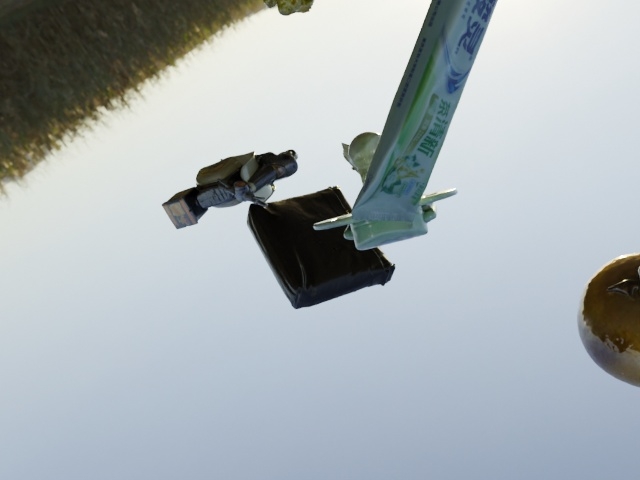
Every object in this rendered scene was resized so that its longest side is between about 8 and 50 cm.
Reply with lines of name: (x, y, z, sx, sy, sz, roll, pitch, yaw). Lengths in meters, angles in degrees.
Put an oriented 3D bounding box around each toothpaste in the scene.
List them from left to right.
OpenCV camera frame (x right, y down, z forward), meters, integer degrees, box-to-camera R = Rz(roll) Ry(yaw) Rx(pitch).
toothpaste: (0.100, -0.149, 0.535, 0.074, 0.297, 0.048, 3, -153, -36)

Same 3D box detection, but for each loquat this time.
loquat: (0.779, 0.169, 1.546, 0.328, 0.360, 0.329, -14, -136, 14)

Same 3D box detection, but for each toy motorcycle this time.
toy motorcycle: (-0.159, -0.105, 1.230, 0.263, 0.091, 0.157, -13, -153, 34)

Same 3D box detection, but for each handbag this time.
handbag: (0.000, 0.000, 1.253, 0.222, 0.080, 0.247, -16, -123, -25)

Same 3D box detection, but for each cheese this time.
cheese: (0.072, -0.132, 1.047, 0.083, 0.060, 0.042, 2, -131, -9)

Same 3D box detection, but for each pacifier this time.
pacifier: (0.062, -0.054, 0.670, 0.150, 0.117, 0.126, -15, 180, 21)

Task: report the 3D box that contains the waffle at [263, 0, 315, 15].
waffle: (0.016, -0.303, 0.730, 0.194, 0.051, 0.149, -10, -128, -10)
